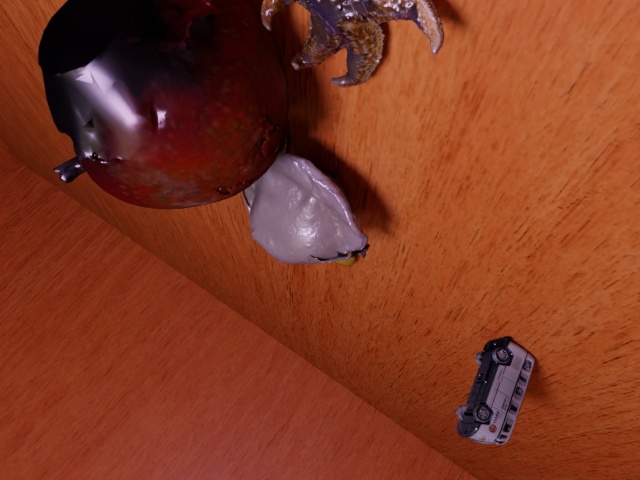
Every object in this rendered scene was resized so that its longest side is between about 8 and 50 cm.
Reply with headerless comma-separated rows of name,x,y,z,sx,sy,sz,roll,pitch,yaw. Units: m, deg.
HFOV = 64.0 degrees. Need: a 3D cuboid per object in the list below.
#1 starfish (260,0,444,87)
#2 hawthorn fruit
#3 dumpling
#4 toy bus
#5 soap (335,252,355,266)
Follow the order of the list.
starfish,0.030,-0.237,0.523,0.216,0.071,0.238,28,167,9
hawthorn fruit,-0.180,-0.187,0.637,0.316,0.316,0.316,32,157,15
dumpling,-0.028,-0.067,0.864,0.293,0.164,0.204,12,113,49
toy bus,0.318,0.277,0.927,0.089,0.193,0.087,29,158,-2
soap,0.000,0.000,1.066,0.169,0.033,0.089,34,156,9
